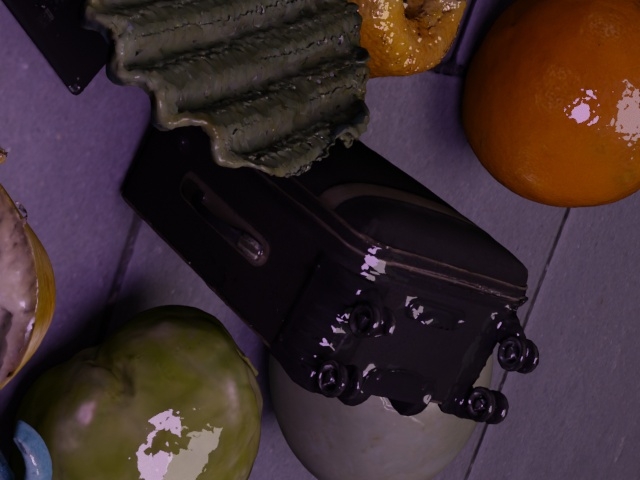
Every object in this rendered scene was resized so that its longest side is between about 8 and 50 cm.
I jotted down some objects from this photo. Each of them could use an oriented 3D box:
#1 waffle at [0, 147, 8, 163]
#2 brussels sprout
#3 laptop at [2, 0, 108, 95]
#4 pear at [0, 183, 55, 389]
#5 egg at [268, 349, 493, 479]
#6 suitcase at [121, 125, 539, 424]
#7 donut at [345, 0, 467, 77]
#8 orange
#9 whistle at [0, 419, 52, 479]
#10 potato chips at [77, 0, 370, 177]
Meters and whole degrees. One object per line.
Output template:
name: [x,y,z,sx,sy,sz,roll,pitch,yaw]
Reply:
waffle: [-0.337,-0.105,1.262,0.097,0.023,0.153,-43,142,-29]
brussels sprout: [-0.194,0.219,1.504,0.274,0.242,0.317,-52,168,-47]
laptop: [-0.229,-0.233,1.332,0.129,0.016,0.180,-52,146,-15]
pear: [-0.322,0.017,1.209,0.178,0.267,0.267,-23,134,-75]
egg: [0.074,0.137,1.760,0.278,0.278,0.336,-29,131,-41]
suitcase: [0.000,0.000,1.425,0.283,0.434,0.194,16,106,-43]
donut: [0.081,-0.306,1.629,0.253,0.118,0.254,-17,111,-53]
orange: [0.339,-0.192,1.886,0.312,0.312,0.312,-32,136,-38]
whistle: [-0.321,0.263,1.379,0.274,0.186,0.093,63,18,-9]
potato chips: [-0.079,-0.231,1.312,0.358,0.070,0.429,61,33,-4]
